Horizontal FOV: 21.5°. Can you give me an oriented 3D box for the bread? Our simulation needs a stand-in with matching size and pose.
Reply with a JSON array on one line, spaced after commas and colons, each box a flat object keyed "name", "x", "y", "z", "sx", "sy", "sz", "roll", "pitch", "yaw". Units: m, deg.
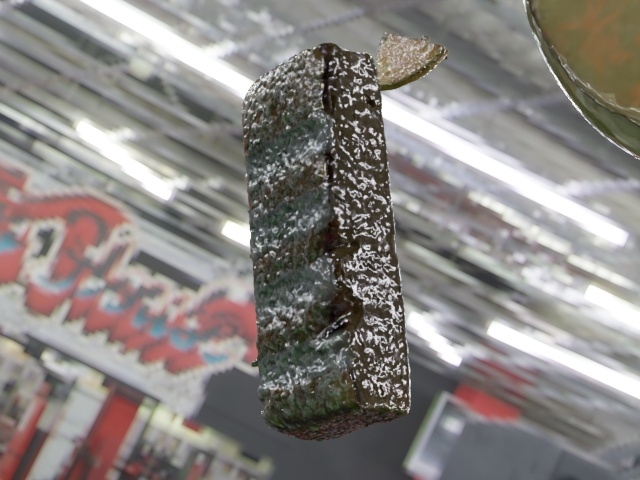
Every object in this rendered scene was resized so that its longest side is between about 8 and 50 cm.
[{"name": "bread", "x": 0.000, "y": 0.000, "z": 1.819, "sx": 0.113, "sy": 0.416, "sz": 0.165, "roll": 9, "pitch": -23, "yaw": -36}]

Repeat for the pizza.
[{"name": "pizza", "x": 0.089, "y": -0.191, "z": 1.771, "sx": 0.078, "sy": 0.083, "sz": 0.025, "roll": 61, "pitch": -1, "yaw": 43}]

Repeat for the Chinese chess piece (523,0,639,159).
[{"name": "Chinese chess piece", "x": 0.291, "y": -0.198, "z": 1.087, "sx": 0.338, "sy": 0.338, "sz": 0.140, "roll": 21, "pitch": 0, "yaw": 30}]
